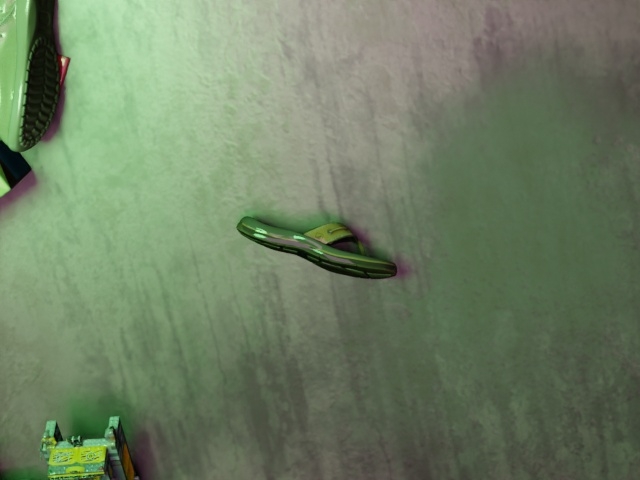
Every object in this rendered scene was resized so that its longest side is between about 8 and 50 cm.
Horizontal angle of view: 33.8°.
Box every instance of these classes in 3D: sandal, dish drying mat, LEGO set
[{"bbox_3d":[0.000,0.000,1.381,0.219,0.090,0.060,18,80,-1],"label":"sandal"},{"bbox_3d":[-0.345,-0.197,1.338,0.032,0.008,0.083,17,101,-7],"label":"dish drying mat"},{"bbox_3d":[-0.372,0.348,1.339,0.331,0.255,0.192,1,131,7],"label":"LEGO set"}]

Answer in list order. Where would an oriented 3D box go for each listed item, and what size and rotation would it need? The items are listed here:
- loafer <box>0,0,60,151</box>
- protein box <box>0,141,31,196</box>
[{"bbox_3d":[-0.377,-0.242,1.283,0.092,0.102,0.268,3,90,11],"label":"loafer"},{"bbox_3d":[-0.506,-0.097,1.286,0.201,0.136,0.200,-35,104,4],"label":"protein box"}]
